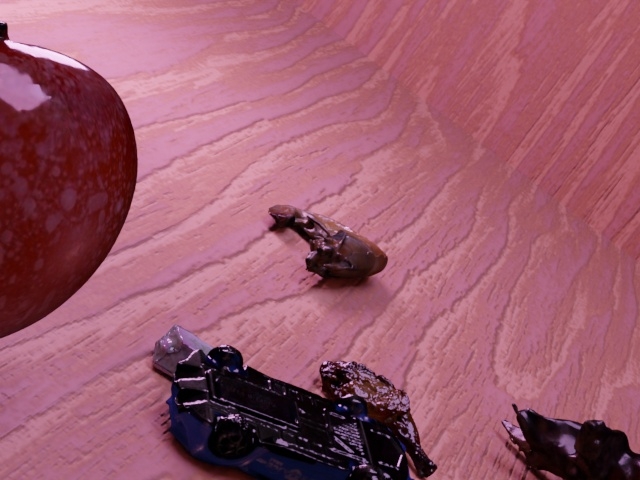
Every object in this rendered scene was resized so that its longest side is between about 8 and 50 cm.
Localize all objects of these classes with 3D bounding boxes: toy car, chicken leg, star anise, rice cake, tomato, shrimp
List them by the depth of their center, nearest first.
[{"bbox_3d":[-0.263,-0.045,1.224,0.270,0.227,0.270,23,-2,1],"label":"tomato"},{"bbox_3d":[-0.025,0.156,1.462,0.216,0.063,0.103,24,28,-24],"label":"toy car"},{"bbox_3d":[-0.046,0.141,1.535,0.211,0.034,0.043,35,12,-8],"label":"rice cake"},{"bbox_3d":[0.056,0.160,1.716,0.145,0.037,0.062,38,36,9],"label":"chicken leg"},{"bbox_3d":[0.292,0.254,1.884,0.272,0.102,0.272,26,-12,6],"label":"star anise"},{"bbox_3d":[-0.001,0.002,2.076,0.143,0.052,0.251,28,5,9],"label":"shrimp"}]
